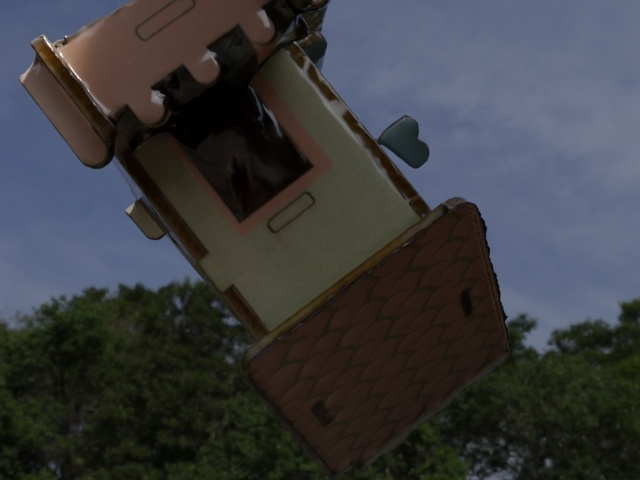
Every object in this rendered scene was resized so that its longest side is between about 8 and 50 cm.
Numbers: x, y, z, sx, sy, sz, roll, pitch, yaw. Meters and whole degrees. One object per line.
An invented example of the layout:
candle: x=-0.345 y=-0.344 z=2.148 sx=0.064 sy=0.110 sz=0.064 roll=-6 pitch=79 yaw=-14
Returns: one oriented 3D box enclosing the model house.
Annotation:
model house: x=0.000 y=0.000 z=0.458 sx=0.169 sy=0.244 sz=0.326 roll=-35 pitch=-5 yaw=-10
